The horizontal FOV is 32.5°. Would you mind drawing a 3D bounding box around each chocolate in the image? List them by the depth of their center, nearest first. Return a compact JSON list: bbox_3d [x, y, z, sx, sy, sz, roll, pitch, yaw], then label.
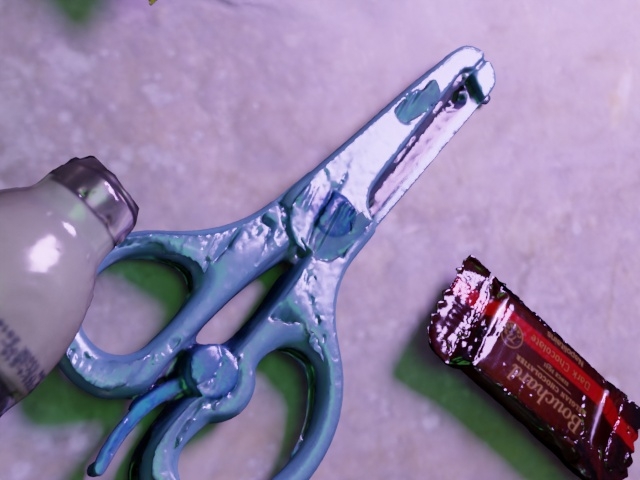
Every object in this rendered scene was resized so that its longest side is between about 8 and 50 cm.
[{"bbox_3d":[0.142,0.092,0.716,0.182,0.028,0.086,38,55,-12],"label":"chocolate"}]

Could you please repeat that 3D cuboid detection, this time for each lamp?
[{"bbox_3d":[-0.185,0.050,0.530,0.101,0.101,0.250,47,69,-6],"label":"lamp"}]

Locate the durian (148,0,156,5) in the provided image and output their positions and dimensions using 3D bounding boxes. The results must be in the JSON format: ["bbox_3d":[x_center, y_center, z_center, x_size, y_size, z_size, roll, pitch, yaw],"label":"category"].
[{"bbox_3d":[-0.080,-0.242,0.686,0.140,0.078,0.224,27,75,-30],"label":"durian"}]

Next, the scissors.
[{"bbox_3d":[0.000,0.000,0.671,0.180,0.032,0.393,48,61,-6],"label":"scissors"}]
